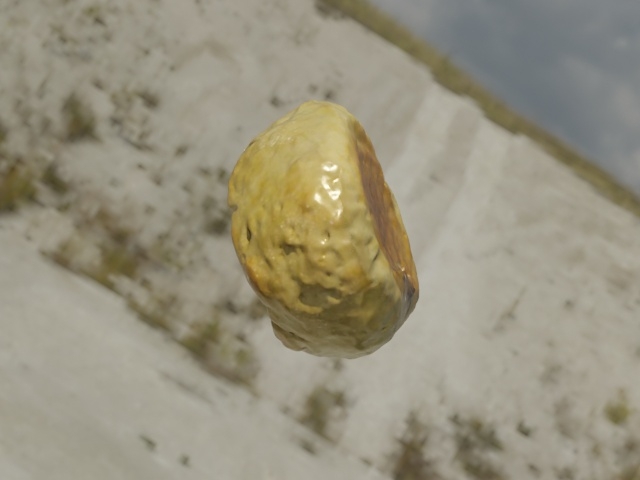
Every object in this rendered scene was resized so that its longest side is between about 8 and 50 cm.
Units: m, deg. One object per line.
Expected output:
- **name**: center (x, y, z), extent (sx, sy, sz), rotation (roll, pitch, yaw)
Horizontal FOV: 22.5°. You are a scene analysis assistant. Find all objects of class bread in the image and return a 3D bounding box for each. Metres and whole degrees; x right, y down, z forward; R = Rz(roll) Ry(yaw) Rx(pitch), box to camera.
- **bread**: center (0.000, 0.000, 1.407), extent (0.244, 0.134, 0.244), rotation (-16, 90, -82)
